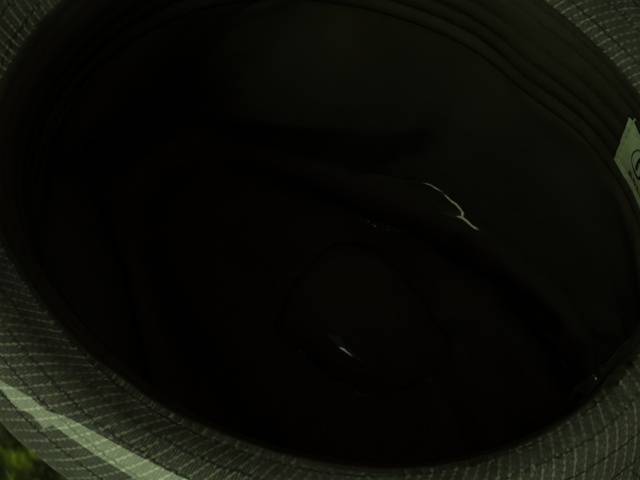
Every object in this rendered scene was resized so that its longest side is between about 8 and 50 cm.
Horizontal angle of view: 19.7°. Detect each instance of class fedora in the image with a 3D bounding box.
[{"bbox_3d":[0.000,0.000,0.591,0.275,0.243,0.124,32,155,18],"label":"fedora"}]
